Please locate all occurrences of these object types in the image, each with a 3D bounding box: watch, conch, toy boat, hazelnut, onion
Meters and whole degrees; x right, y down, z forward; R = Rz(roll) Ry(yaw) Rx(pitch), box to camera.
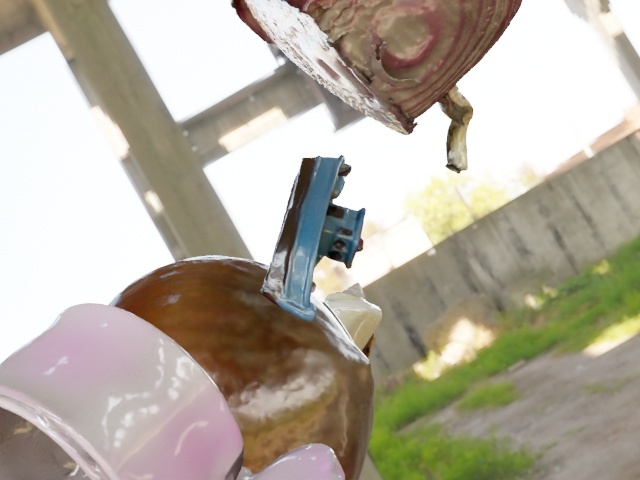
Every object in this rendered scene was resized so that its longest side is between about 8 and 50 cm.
[{"bbox_3d":[-0.140,0.161,0.765,0.248,0.217,0.211,-24,15,49],"label":"watch"},{"bbox_3d":[0.006,0.185,1.942,0.255,0.127,0.158,-56,-18,-12],"label":"conch"},{"bbox_3d":[0.000,0.000,1.228,0.100,0.097,0.223,108,177,-48],"label":"toy boat"},{"bbox_3d":[-0.110,0.217,1.355,0.359,0.409,0.359,0,-30,0],"label":"hazelnut"},{"bbox_3d":[0.060,-0.248,1.035,0.230,0.256,0.272,-55,-25,3],"label":"onion"}]
